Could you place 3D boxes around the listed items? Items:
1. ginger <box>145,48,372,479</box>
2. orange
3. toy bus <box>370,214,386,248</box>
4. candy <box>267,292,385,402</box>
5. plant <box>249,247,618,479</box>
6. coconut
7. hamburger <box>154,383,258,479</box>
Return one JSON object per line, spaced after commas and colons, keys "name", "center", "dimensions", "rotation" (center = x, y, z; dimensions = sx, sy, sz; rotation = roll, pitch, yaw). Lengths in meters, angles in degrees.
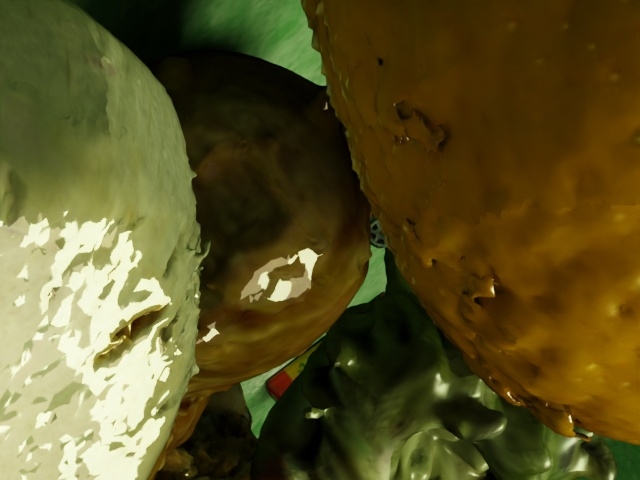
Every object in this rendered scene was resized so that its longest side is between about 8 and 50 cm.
{"name": "ginger", "center": [-0.109, 0.043, 0.876], "dimensions": [0.357, 0.152, 0.274], "rotation": [-43, -177, 12]}
{"name": "orange", "center": [0.148, -0.097, 0.713], "dimensions": [0.293, 0.340, 0.340], "rotation": [-20, 165, 8]}
{"name": "toy bus", "center": [0.000, 0.000, 1.122], "dimensions": [0.153, 0.061, 0.051], "rotation": [-42, -179, 11]}
{"name": "candy", "center": [0.024, 0.102, 1.441], "dimensions": [0.122, 0.062, 0.038], "rotation": [-37, 163, -11]}
{"name": "plant", "center": [0.036, 0.076, 1.177], "dimensions": [0.180, 0.333, 0.251], "rotation": [-39, 131, 9]}
{"name": "coconut", "center": [-0.155, -0.002, 0.541], "dimensions": [0.227, 0.230, 0.227], "rotation": [-20, 128, -27]}
{"name": "hamburger", "center": [-0.107, 0.217, 1.196], "dimensions": [0.245, 0.211, 0.260], "rotation": [-44, 159, 26]}
